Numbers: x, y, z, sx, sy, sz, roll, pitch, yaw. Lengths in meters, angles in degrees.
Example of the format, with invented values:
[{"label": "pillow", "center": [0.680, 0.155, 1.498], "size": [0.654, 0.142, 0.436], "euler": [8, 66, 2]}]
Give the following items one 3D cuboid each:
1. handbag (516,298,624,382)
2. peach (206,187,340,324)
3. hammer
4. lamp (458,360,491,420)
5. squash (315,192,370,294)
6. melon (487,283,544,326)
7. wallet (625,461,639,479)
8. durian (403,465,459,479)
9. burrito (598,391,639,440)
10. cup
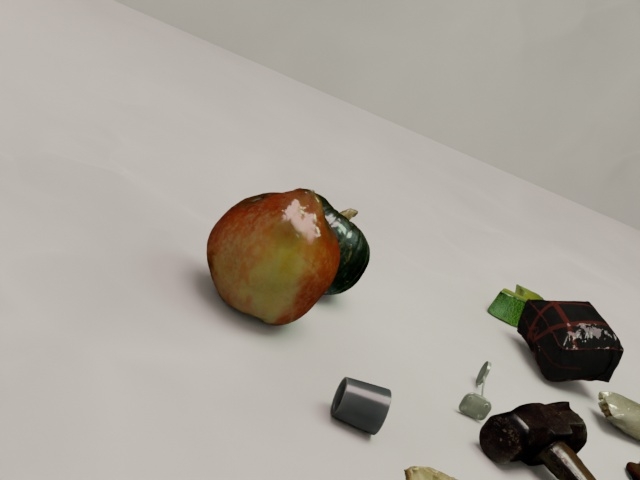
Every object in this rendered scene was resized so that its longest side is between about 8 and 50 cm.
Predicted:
[{"label": "handbag", "center": [0.538, 0.217, 2.507], "size": [0.169, 0.155, 0.215], "euler": [8, 26, -17]}, {"label": "peach", "center": [-0.074, 0.014, 2.005], "size": [0.232, 0.257, 0.232], "euler": [23, 18, -8]}, {"label": "hammer", "center": [0.472, 0.435, 1.969], "size": [0.242, 0.095, 0.409], "euler": [7, 31, -48]}, {"label": "lamp", "center": [0.295, 0.275, 2.174], "size": [0.056, 0.050, 0.198], "euler": [27, 19, 0]}, {"label": "squash", "center": [-0.004, 0.004, 2.250], "size": [0.218, 0.172, 0.218], "euler": [27, 21, -11]}, {"label": "melon", "center": [0.479, 0.156, 2.724], "size": [0.118, 0.064, 0.209], "euler": [30, 16, 17]}, {"label": "wallet", "center": [0.710, 0.498, 2.224], "size": [0.255, 0.031, 0.137], "euler": [24, 20, -15]}, {"label": "durian", "center": [0.177, 0.385, 1.711], "size": [0.130, 0.066, 0.052], "euler": [24, 17, 13]}, {"label": "burrito", "center": [0.752, 0.409, 2.438], "size": [0.392, 0.076, 0.117], "euler": [22, 19, -18]}, {"label": "cup", "center": [0.061, 0.265, 1.854], "size": [0.077, 0.078, 0.100], "euler": [22, -14, -8]}]
